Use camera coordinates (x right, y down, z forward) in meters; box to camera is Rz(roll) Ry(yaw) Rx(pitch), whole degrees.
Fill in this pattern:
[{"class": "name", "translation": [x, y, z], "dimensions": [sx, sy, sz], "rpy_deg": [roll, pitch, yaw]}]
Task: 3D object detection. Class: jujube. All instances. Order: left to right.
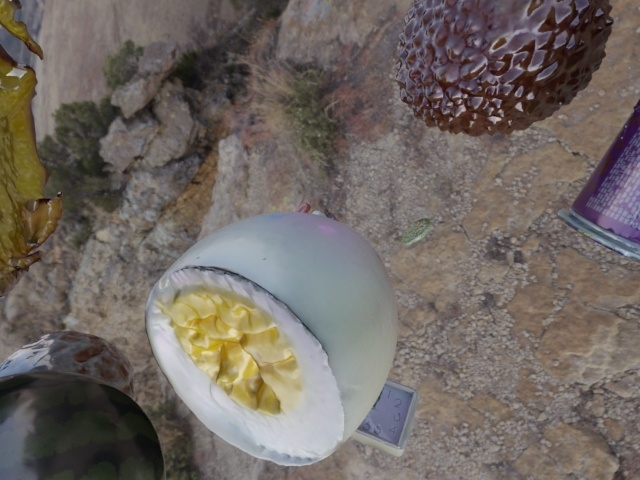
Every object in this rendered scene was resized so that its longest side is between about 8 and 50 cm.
[{"class": "jujube", "translation": [-0.439, 0.282, 0.802], "dimensions": [0.246, 0.215, 0.308], "rpy_deg": [-56, 6, -5]}]

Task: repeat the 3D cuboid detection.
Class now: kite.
[{"class": "kite", "translation": [0.000, 0.000, 1.155], "dimensions": [0.009, 0.232, 0.189], "rpy_deg": [23, 131, 20]}]

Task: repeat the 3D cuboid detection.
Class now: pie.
[{"class": "pie", "translation": [0.215, -0.020, 1.046], "dimensions": [0.085, 0.017, 0.085], "rpy_deg": [-43, 14, 14]}]

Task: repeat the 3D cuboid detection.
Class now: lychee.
[{"class": "lychee", "translation": [0.245, -0.282, 0.644], "dimensions": [0.304, 0.276, 0.275], "rpy_deg": [-41, 51, 12]}]

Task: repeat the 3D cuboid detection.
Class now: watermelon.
[{"class": "watermelon", "translation": [-0.237, 0.212, 0.385], "dimensions": [0.212, 0.212, 0.212], "rpy_deg": [-10, 77, 51]}]

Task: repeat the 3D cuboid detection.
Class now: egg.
[{"class": "egg", "translation": [-0.038, 0.110, 0.749], "dimensions": [0.355, 0.340, 0.354], "rpy_deg": [15, 123, 24]}]

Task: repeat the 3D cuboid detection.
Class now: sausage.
[{"class": "sausage", "translation": [-0.101, -0.022, 1.278], "dimensions": [0.223, 0.029, 0.029], "rpy_deg": [-48, 43, -3]}]

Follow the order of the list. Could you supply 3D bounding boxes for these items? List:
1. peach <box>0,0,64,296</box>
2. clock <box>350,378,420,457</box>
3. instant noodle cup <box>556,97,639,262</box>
[{"class": "peach", "translation": [-0.434, -0.097, 0.448], "dimensions": [0.417, 0.353, 0.338], "rpy_deg": [4, 108, 45]}, {"class": "clock", "translation": [0.119, 0.387, 1.073], "dimensions": [0.192, 0.147, 0.071], "rpy_deg": [18, 144, 16]}, {"class": "instant noodle cup", "translation": [0.432, -0.085, 0.412], "dimensions": [0.340, 0.340, 0.265], "rpy_deg": [36, 116, 48]}]
